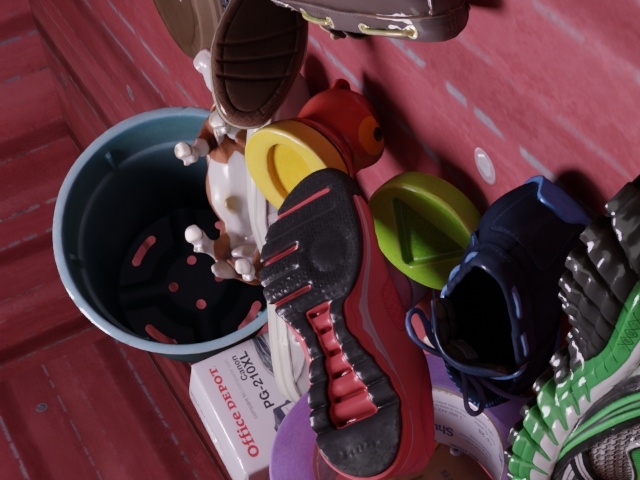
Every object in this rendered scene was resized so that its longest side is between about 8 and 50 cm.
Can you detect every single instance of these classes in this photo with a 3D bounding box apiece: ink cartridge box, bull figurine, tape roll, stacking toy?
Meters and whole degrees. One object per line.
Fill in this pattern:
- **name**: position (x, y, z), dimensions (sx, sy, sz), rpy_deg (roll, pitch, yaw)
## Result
- **ink cartridge box**: position (-0.035, 0.208, 1.792), dimensions (0.172, 0.237, 0.100), rpy_deg (60, 163, 21)
- **bull figurine**: position (-0.105, -0.091, 1.677), dimensions (0.188, 0.101, 0.310), rpy_deg (-28, -74, -67)
- **tape roll**: position (0.090, 0.240, 1.326), dimensions (0.275, 0.275, 0.090), rpy_deg (50, 156, 44)
- **stacking toy**: position (0.088, -0.011, 1.423), dimensions (0.279, 0.130, 0.309), rpy_deg (17, 138, 34)

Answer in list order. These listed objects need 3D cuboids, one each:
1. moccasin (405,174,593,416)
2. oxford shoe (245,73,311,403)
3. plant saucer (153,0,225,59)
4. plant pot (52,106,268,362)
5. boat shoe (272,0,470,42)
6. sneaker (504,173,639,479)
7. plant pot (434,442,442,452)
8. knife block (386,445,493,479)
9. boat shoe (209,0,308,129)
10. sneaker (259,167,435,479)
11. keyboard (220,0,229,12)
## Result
- **moccasin**: position (0.142, 0.063, 1.199), dimensions (0.138, 0.117, 0.342), rpy_deg (40, 155, 23)
- **oxford shoe**: position (0.000, 0.000, 1.624), dimensions (0.130, 0.169, 0.449), rpy_deg (3, 115, 24)
- **plant saucer**: position (-0.201, -0.372, 1.884), dimensions (0.278, 0.041, 0.278), rpy_deg (56, 160, 33)
- **plant pot**: position (-0.186, 0.024, 1.928), dimensions (0.341, 0.341, 0.334), rpy_deg (63, 172, 13)
- **boat shoe**: position (0.030, -0.228, 1.211), dimensions (0.324, 0.116, 0.097), rpy_deg (16, 124, 63)
- **sneaker**: position (0.187, 0.089, 0.662), dimensions (0.146, 0.134, 0.343), rpy_deg (44, 162, 23)
- **plant pot**: position (0.098, 0.237, 1.647), dimensions (0.095, 0.134, 0.134), rpy_deg (36, 156, 13)
- **knife block**: position (0.114, 0.348, 1.466), dimensions (0.088, 0.275, 0.242), rpy_deg (49, 149, 44)
- **boat shoe**: position (-0.056, -0.228, 1.395), dimensions (0.095, 0.095, 0.257), rpy_deg (110, 172, -75)
- **sneaker**: position (0.034, 0.085, 1.292), dimensions (0.136, 0.116, 0.314), rpy_deg (24, -131, -57)
- **keyboard**: position (-0.118, -0.339, 1.691), dimensions (0.108, 0.023, 0.180), rpy_deg (44, 154, 52)
